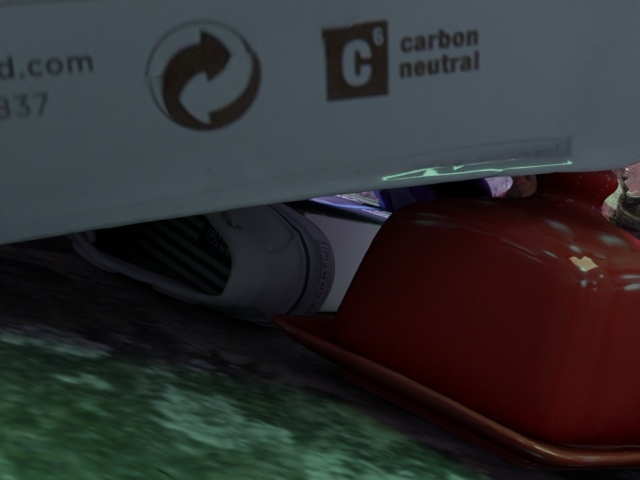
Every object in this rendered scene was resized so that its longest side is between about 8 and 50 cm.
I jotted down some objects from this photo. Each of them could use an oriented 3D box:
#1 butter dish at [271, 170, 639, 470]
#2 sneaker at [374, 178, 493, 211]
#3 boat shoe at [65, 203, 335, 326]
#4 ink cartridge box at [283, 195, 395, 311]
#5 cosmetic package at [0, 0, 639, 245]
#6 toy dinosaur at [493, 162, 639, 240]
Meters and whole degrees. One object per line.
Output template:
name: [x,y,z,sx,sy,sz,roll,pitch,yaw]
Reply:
butter dish: [0.091,0.021,0.448,0.160,0.118,0.160,12,7,-46]
sneaker: [0.100,-0.011,0.846,0.098,0.083,0.223,37,-13,41]
boat shoe: [-0.094,-0.025,0.547,0.226,0.083,0.076,21,5,35]
ink cartridge box: [0.000,0.000,0.737,0.165,0.065,0.333,18,4,29]
cosmetic package: [-0.075,-0.218,0.496,0.330,0.327,0.393,-8,21,-11]
toy dinosaur: [0.216,0.019,0.687,0.296,0.127,0.200,34,18,9]
